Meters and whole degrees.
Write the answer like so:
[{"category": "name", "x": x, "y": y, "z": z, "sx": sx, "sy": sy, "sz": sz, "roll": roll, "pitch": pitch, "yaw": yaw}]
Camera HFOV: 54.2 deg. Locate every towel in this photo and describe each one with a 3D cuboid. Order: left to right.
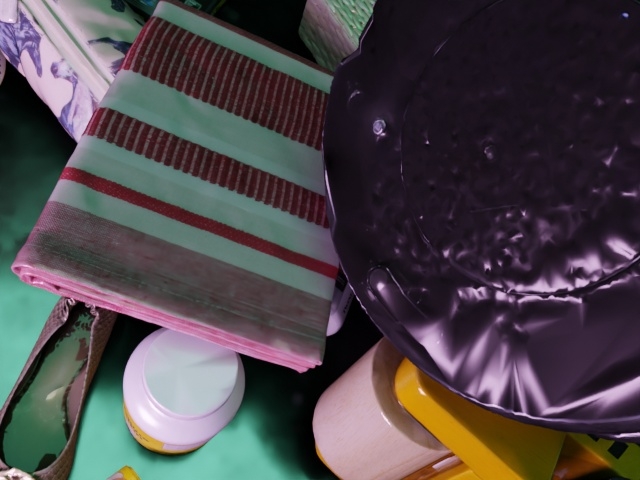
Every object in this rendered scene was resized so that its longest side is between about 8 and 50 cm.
[{"category": "towel", "x": -0.084, "y": -0.066, "z": 0.557, "sx": 0.237, "sy": 0.037, "sz": 0.329, "roll": 22, "pitch": 54, "yaw": -14}]

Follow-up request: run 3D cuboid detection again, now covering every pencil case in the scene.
[{"category": "pencil case", "x": -0.203, "y": -0.146, "z": 0.666, "sx": 0.160, "sy": 0.183, "sz": 0.410, "roll": -42, "pitch": 83, "yaw": 14}]

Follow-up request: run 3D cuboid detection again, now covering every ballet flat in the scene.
[{"category": "ballet flat", "x": -0.254, "y": 0.145, "z": 0.591, "sx": 0.084, "sy": 0.058, "sz": 0.250, "roll": 19, "pitch": 63, "yaw": -7}]

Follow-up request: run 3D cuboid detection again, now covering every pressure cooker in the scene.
[{"category": "pressure cooker", "x": 0.259, "y": -0.064, "z": 0.518, "sx": 0.370, "sy": 0.375, "sz": 0.420, "roll": 35, "pitch": 23, "yaw": 33}]

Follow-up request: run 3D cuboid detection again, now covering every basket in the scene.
[{"category": "basket", "x": 0.057, "y": -0.267, "z": 0.838, "sx": 0.103, "sy": 0.113, "sz": 0.167, "roll": -29, "pitch": 78, "yaw": -21}]

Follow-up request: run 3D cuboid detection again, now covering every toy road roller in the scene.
[{"category": "toy road roller", "x": 0.183, "y": 0.193, "z": 0.634, "sx": 0.329, "sy": 0.202, "sz": 0.240, "roll": 39, "pitch": 47, "yaw": 2}]

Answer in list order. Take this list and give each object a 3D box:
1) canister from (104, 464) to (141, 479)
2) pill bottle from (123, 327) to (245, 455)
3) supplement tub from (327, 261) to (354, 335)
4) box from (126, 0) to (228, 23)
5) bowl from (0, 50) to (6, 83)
[{"category": "canister", "x": -0.208, "y": 0.293, "z": 0.534, "sx": 0.170, "sy": 0.073, "sz": 0.126, "roll": -32, "pitch": 80, "yaw": -28}, {"category": "pill bottle", "x": -0.125, "y": 0.134, "z": 0.564, "sx": 0.103, "sy": 0.184, "sz": 0.103, "roll": 7, "pitch": 65, "yaw": -14}, {"category": "supplement tub", "x": 0.000, "y": 0.000, "z": 0.699, "sx": 0.117, "sy": 0.117, "sz": 0.190, "roll": 27, "pitch": 63, "yaw": -4}, {"category": "box", "x": -0.214, "y": -0.366, "z": 0.835, "sx": 0.190, "sy": 0.045, "sz": 0.184, "roll": 31, "pitch": 64, "yaw": -3}, {"category": "bowl", "x": -0.442, "y": -0.219, "z": 0.682, "sx": 0.170, "sy": 0.080, "sz": 0.170, "roll": 7, "pitch": 66, "yaw": -15}]
